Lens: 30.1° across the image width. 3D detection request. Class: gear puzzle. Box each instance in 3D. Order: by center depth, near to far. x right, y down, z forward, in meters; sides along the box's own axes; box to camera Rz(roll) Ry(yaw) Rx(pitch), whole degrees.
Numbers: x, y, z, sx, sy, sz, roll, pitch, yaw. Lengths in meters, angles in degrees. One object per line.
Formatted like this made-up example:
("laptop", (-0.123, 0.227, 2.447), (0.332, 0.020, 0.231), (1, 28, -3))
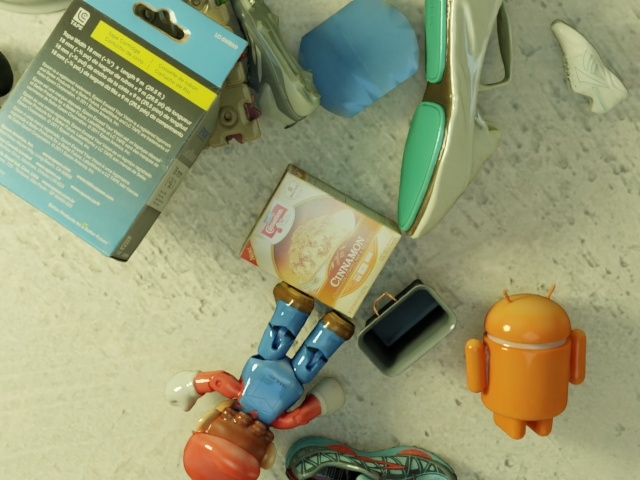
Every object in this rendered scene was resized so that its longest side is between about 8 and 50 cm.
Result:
("gear puzzle", (-0.191, -0.288, 1.626), (0.175, 0.044, 0.339), (-9, 103, 23))

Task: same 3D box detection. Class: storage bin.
("storage bin", (0.116, 0.113, 1.708), (0.135, 0.091, 0.098), (-41, 100, 8))

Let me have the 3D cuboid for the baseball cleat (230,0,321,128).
("baseball cleat", (-0.086, -0.248, 1.632), (0.109, 0.072, 0.206), (-32, 87, 30))

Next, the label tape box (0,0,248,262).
("label tape box", (-0.273, -0.174, 1.591), (0.240, 0.106, 0.334), (34, 89, 8))

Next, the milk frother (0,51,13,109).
("milk frother", (-0.478, -0.172, 1.616), (0.143, 0.135, 0.129), (46, 130, -7))

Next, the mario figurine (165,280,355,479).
("mario figurine", (-0.093, 0.218, 1.741), (0.198, 0.170, 0.320), (35, 91, 28))

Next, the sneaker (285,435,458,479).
("sneaker", (0.075, 0.367, 1.752), (0.261, 0.125, 0.104), (6, 104, -1))

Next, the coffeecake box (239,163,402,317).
("coffeecake box", (0.000, 0.000, 1.693), (0.185, 0.068, 0.142), (29, 103, -6))

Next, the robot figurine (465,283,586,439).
("robot figurine", (0.296, 0.171, 1.706), (0.158, 0.128, 0.219), (6, 106, 20))

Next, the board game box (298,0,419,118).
("board game box", (0.054, -0.254, 1.647), (0.168, 0.033, 0.133), (-34, 85, 12))

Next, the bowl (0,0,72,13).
("bowl", (-0.397, -0.441, 1.553), (0.297, 0.134, 0.298), (0, 104, 0))

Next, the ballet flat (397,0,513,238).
("ballet flat", (0.196, -0.193, 1.624), (0.139, 0.139, 0.400), (6, 101, -2))

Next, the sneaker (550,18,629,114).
("sneaker", (0.361, -0.238, 1.644), (0.061, 0.054, 0.152), (-39, 101, 11))
